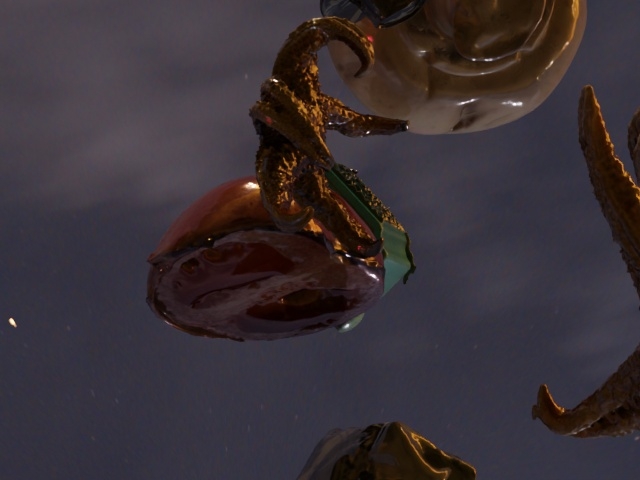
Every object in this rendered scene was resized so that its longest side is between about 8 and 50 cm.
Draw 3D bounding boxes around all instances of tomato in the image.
[{"bbox_3d":[-0.058,0.008,0.974,0.199,0.228,0.112,-26,-124,24],"label":"tomato"}]

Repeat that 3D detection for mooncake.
[{"bbox_3d":[0.018,0.291,0.974,0.136,0.254,0.250,31,-107,-1],"label":"mooncake"}]

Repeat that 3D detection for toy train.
[{"bbox_3d":[0.000,0.000,1.210,0.163,0.112,0.203,-46,-111,11],"label":"toy train"}]

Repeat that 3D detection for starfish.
[{"bbox_3d":[0.232,0.081,0.691,0.094,0.327,0.375,-11,-117,-12],"label":"starfish"},{"bbox_3d":[0.001,-0.059,0.741,0.074,0.146,0.189,-1,-136,24],"label":"starfish"}]

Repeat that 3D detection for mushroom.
[{"bbox_3d":[0.165,-0.256,1.141,0.315,0.336,0.314,-2,-76,-7],"label":"mushroom"}]

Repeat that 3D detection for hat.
[{"bbox_3d":[0.060,-0.211,0.889,0.121,0.121,0.050,-31,-97,-15],"label":"hat"}]
